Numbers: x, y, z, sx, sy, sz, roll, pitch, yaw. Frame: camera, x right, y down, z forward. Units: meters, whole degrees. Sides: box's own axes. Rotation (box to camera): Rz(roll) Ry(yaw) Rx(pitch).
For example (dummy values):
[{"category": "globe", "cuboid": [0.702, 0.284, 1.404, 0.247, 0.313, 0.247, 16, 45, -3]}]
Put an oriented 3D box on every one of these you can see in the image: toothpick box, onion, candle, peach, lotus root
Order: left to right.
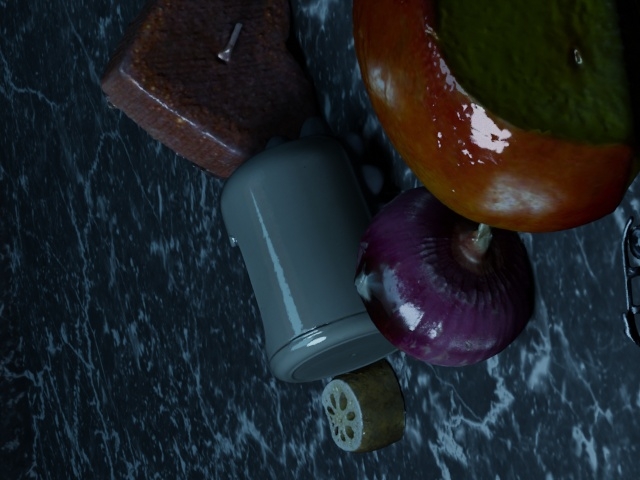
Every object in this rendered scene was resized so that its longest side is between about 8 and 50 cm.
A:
[{"category": "candle", "cuboid": [-0.154, -0.246, 2.022, 0.131, 0.287, 0.317, -26, 75, 59]}, {"category": "toothpick box", "cuboid": [0.000, 0.000, 1.917, 0.229, 0.229, 0.316, -49, 56, 59]}, {"category": "lotus root", "cuboid": [0.062, 0.227, 2.033, 0.112, 0.081, 0.122, -27, 77, 56]}, {"category": "onion", "cuboid": [0.130, 0.043, 1.699, 0.200, 0.200, 0.207, 3, 110, 63]}, {"category": "peach", "cuboid": [0.157, -0.158, 1.362, 0.380, 0.242, 0.306, -132, 37, -79]}]

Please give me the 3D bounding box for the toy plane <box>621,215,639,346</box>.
[{"category": "toy plane", "cuboid": [0.354, -0.016, 1.319, 0.155, 0.106, 0.382, 10, 109, 56]}]
